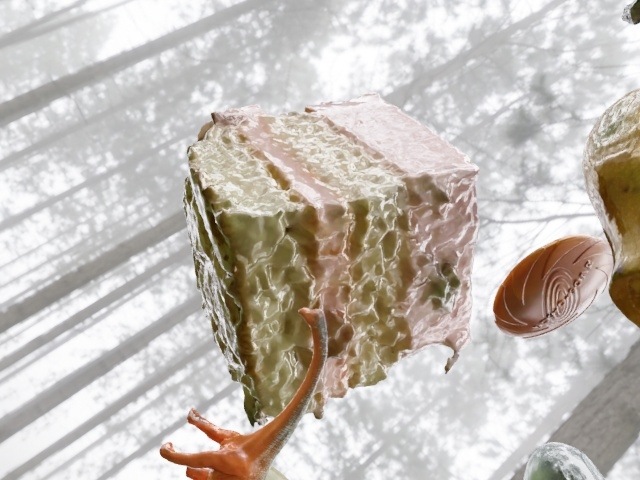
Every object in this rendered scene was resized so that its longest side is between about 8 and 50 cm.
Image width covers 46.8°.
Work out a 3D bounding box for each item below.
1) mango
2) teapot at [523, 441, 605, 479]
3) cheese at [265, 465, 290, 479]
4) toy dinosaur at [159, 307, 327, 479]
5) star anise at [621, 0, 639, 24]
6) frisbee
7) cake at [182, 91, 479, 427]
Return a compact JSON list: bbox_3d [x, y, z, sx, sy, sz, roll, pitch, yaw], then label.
[{"bbox_3d":[0.388,-0.039,0.812,0.187,0.359,0.144,10,-39,-4],"label":"mango"},{"bbox_3d":[0.350,0.454,1.199,0.183,0.251,0.183,48,14,-16],"label":"teapot"},{"bbox_3d":[-0.024,0.373,0.712,0.242,0.124,0.265,41,-32,27],"label":"cheese"},{"bbox_3d":[-0.075,0.176,0.605,0.101,0.055,0.279,20,-80,14],"label":"toy dinosaur"},{"bbox_3d":[0.357,-0.236,0.658,0.229,0.093,0.236,0,-53,46],"label":"star anise"},{"bbox_3d":[0.331,0.073,1.032,0.035,0.192,0.192,-119,-163,-46],"label":"frisbee"},{"bbox_3d":[0.000,0.000,0.912,0.293,0.307,0.314,-128,-152,-45],"label":"cake"}]
